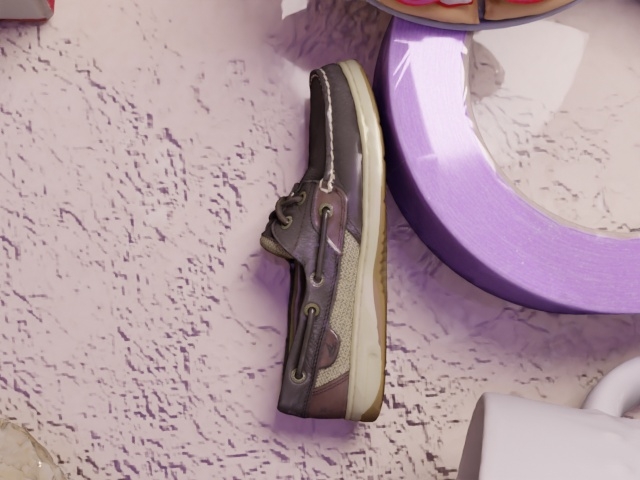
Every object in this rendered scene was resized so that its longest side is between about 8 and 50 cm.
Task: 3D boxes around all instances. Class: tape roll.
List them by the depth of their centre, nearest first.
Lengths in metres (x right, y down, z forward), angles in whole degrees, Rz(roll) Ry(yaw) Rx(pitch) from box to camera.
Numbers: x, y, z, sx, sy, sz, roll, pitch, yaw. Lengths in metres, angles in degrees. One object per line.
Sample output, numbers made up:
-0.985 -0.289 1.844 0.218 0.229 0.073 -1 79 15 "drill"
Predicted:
0.173 -0.091 0.592 0.274 0.090 0.275 0 86 -3 "tape roll"

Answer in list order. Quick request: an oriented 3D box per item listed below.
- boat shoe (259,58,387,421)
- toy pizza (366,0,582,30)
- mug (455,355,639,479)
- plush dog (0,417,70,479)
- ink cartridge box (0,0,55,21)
0.000 0.001 0.578 0.073 0.080 0.224 -3 90 -9 "boat shoe"
0.079 -0.182 0.462 0.201 0.201 0.032 10 48 -3 "toy pizza"
0.224 0.208 0.481 0.327 0.276 0.374 12 45 8 "mug"
-0.233 0.188 0.504 0.262 0.211 0.225 31 52 -1 "plush dog"
-0.301 -0.338 0.547 0.279 0.160 0.385 0 85 -4 "ink cartridge box"
